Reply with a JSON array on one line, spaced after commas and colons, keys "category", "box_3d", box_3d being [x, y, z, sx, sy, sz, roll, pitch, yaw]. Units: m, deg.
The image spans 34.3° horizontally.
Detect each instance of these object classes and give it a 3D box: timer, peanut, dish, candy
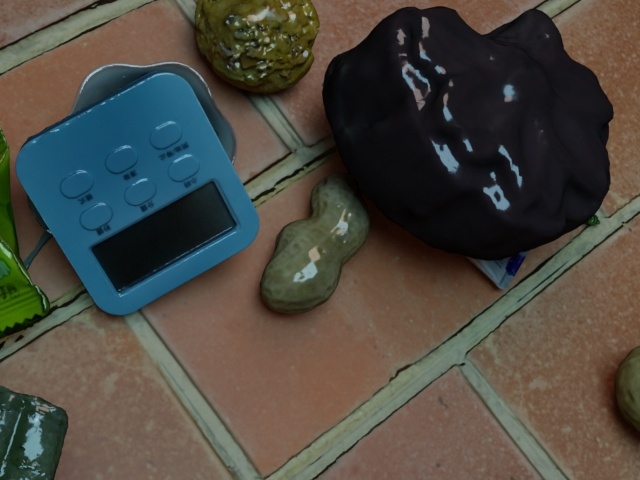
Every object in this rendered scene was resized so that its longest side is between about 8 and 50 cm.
[{"category": "timer", "box_3d": [-0.213, -0.053, 1.243, 0.232, 0.091, 0.250, -31, 107, -8]}, {"category": "peanut", "box_3d": [0.000, 0.001, 1.358, 0.104, 0.085, 0.228, 27, 61, 15]}, {"category": "dish", "box_3d": [-0.223, -0.118, 1.317, 0.229, 0.081, 0.229, -2, 98, -12]}, {"category": "peanut", "box_3d": [0.475, 0.209, 1.408, 0.159, 0.109, 0.140, 36, 49, -5]}, {"category": "candy", "box_3d": [-0.408, -0.004, 1.218, 0.149, 0.069, 0.246, -23, 68, 19]}]

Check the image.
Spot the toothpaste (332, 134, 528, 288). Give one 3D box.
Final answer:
[{"category": "toothpaste", "box_3d": [0.158, -0.066, 1.449, 0.323, 0.066, 0.100, 40, 56, -4]}]

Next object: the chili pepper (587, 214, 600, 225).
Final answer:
[{"category": "chili pepper", "box_3d": [0.375, -0.036, 1.526, 0.083, 0.022, 0.027, 4, 35, -15]}]

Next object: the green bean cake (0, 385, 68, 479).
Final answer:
[{"category": "green bean cake", "box_3d": [-0.389, 0.218, 1.075, 0.227, 0.222, 0.125, 13, 66, -16]}]

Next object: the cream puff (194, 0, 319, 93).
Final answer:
[{"category": "cream puff", "box_3d": [-0.087, -0.295, 1.426, 0.189, 0.129, 0.189, 6, 65, -13]}]

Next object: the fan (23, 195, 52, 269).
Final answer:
[{"category": "fan", "box_3d": [-0.330, -0.030, 1.312, 0.113, 0.005, 0.175, 31, 62, -4]}]

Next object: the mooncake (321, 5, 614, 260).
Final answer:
[{"category": "mooncake", "box_3d": [0.217, -0.151, 1.376, 0.381, 0.212, 0.350, -18, 80, -40]}]
